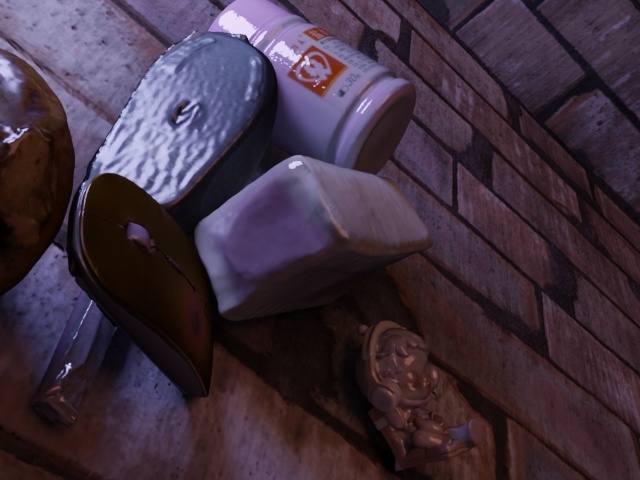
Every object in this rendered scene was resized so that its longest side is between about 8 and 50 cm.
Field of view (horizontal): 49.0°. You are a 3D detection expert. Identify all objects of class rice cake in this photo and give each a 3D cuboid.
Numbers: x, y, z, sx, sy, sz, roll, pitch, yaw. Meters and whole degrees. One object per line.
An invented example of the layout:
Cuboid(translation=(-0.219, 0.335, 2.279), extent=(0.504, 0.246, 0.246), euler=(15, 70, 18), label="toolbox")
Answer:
Cuboid(translation=(-0.258, 0.087, 0.793), extent=(0.055, 0.048, 0.270), euler=(56, 27, -37), label="rice cake")

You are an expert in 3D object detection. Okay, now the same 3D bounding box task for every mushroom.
Cuboid(translation=(-0.335, -0.054, 0.646), extent=(0.195, 0.283, 0.263), euler=(45, 69, -36), label="mushroom")

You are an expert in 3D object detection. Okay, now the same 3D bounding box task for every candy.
Cuboid(translation=(0.001, -0.003, 0.981), extent=(0.358, 0.208, 0.145), euler=(0, 62, -64), label="candy")

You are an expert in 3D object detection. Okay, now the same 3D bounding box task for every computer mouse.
Cuboid(translation=(-0.188, -0.143, 0.981), extent=(0.203, 0.114, 0.374), euler=(25, 57, 5), label="computer mouse")
Cuboid(translation=(-0.173, 0.059, 0.772), extent=(0.310, 0.071, 0.158), euler=(67, 11, -51), label="computer mouse")

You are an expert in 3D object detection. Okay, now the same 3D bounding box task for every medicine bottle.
Cuboid(translation=(-0.025, -0.242, 1.147), extent=(0.315, 0.202, 0.202), euler=(35, 30, 15), label="medicine bottle")

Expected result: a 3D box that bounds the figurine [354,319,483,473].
Cuboid(translation=(0.132, 0.220, 1.050), extent=(0.162, 0.141, 0.237), euler=(10, 52, -52), label="figurine")
